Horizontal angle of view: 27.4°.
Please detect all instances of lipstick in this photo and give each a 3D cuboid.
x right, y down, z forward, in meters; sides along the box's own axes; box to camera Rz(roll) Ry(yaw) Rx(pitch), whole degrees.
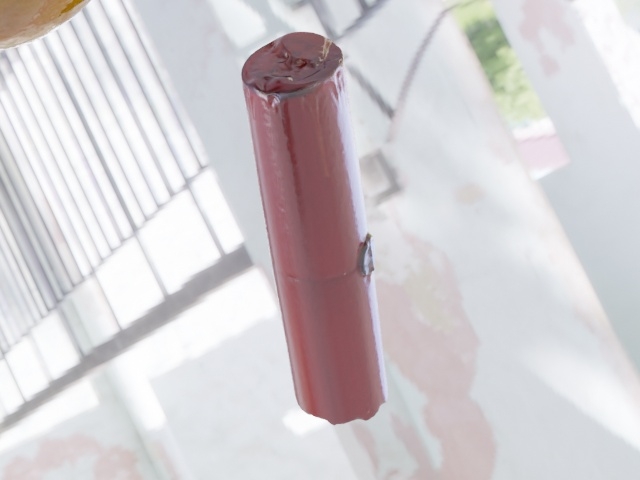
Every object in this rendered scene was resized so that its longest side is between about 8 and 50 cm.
[{"bbox_3d":[-0.001,0.001,0.861,0.073,0.279,0.073,-6,-143,4],"label":"lipstick"}]

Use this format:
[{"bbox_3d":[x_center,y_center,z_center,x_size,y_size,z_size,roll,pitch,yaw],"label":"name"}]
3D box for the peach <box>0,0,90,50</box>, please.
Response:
[{"bbox_3d":[-0.145,-0.155,0.559,0.138,0.138,0.138,-26,175,-2],"label":"peach"}]
